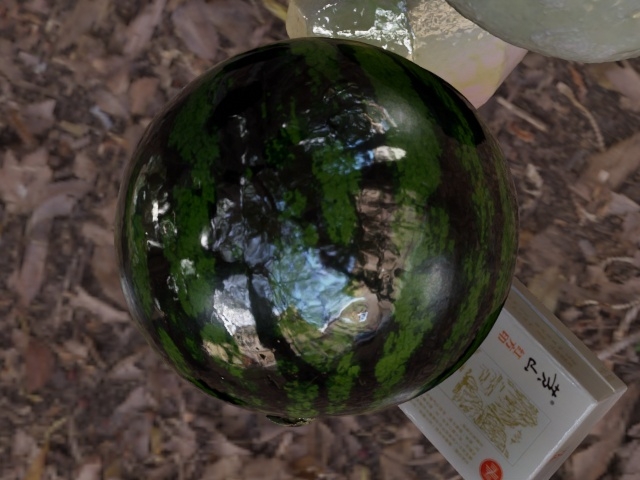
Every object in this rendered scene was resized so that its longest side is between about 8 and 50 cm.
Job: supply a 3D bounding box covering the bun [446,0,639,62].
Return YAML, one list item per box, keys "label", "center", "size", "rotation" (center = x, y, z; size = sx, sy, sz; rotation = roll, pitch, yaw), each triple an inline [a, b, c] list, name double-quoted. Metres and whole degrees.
- label: "bun"
  center: [0.201, -0.308, 0.885]
  size: [0.365, 0.219, 0.365]
  rotation: [0, 86, 7]

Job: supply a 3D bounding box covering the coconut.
- label: "coconut"
  center: [0.087, -0.243, 1.305]
  size: [0.259, 0.259, 0.259]
  rotation: [-6, 79, 31]

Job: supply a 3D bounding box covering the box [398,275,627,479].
- label: "box"
  center: [0.125, 0.099, 0.995]
  size: [0.201, 0.058, 0.141]
  rotation: [46, 121, 25]

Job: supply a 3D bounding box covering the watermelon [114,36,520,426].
- label: "watermelon"
  center: [0.000, -0.005, 0.810]
  size: [0.269, 0.269, 0.269]
  rotation: [-6, 79, 31]
